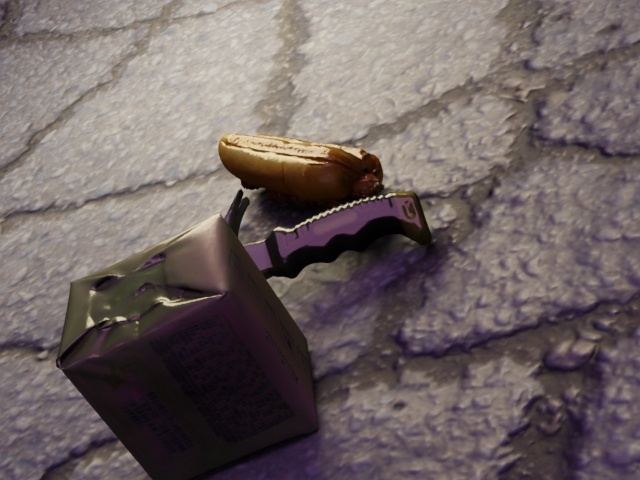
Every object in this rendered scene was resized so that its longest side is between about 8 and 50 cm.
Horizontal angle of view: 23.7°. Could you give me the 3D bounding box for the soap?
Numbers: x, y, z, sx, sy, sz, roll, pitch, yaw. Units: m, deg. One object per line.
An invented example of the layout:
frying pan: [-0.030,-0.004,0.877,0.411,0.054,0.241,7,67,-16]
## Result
soap: [-0.125,0.109,1.473,0.182,0.199,0.138,-23,34,13]

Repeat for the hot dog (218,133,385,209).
hot dog: [-0.024,-0.075,1.708,0.249,0.102,0.076,13,97,46]

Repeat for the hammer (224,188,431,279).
hammer: [0.000,0.000,1.600,0.226,0.041,0.158,-18,68,10]
